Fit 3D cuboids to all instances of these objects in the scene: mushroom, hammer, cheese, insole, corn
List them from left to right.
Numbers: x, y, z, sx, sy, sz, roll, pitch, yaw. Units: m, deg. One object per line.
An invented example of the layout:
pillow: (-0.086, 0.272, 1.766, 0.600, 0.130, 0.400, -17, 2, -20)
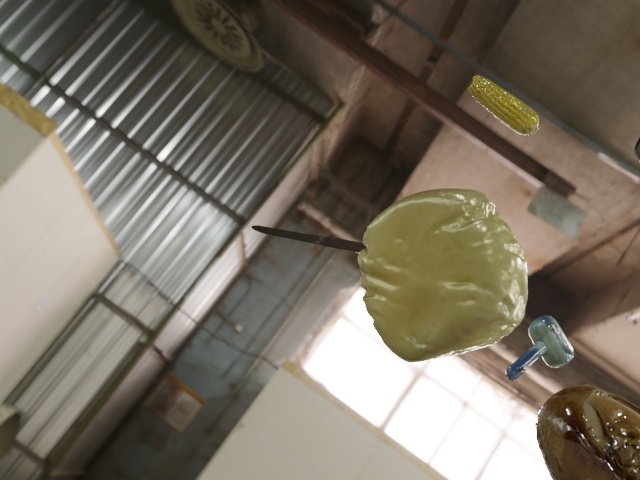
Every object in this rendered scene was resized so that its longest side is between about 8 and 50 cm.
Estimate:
insole: (0.000, 0.001, 1.303, 0.231, 0.003, 0.080, 10, 12, -22)
cheese: (0.150, 0.041, 1.024, 0.226, 0.214, 0.117, -32, -25, 36)
corn: (0.441, -0.324, 1.962, 0.206, 0.067, 0.067, 42, -12, 20)
hammer: (0.467, 0.250, 1.776, 0.116, 0.193, 0.069, 60, -35, 1)
mushroom: (0.444, 0.327, 1.247, 0.253, 0.153, 0.253, 22, 27, -12)

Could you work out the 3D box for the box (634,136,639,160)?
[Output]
box: (0.926, -0.276, 2.022, 0.073, 0.290, 0.289, 15, 29, -20)
